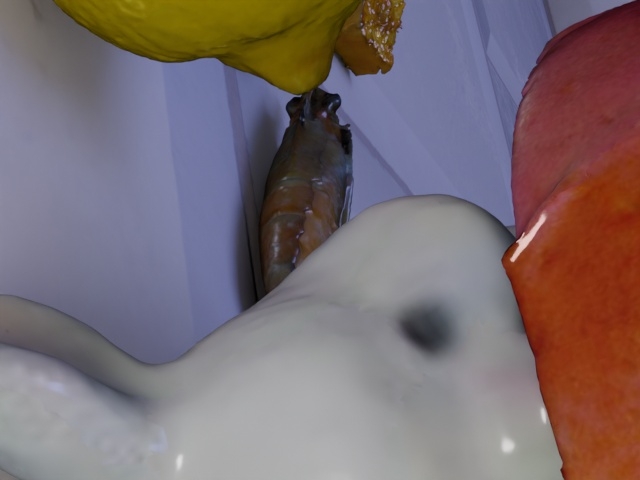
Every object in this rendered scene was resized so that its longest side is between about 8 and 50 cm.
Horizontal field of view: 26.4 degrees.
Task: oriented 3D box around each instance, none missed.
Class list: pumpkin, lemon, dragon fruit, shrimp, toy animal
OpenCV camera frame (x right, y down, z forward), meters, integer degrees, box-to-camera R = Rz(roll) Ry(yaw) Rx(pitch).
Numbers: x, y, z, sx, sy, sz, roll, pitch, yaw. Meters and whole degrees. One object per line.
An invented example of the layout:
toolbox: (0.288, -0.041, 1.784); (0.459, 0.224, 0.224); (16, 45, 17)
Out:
pumpkin: (0.031, -0.185, 1.118); (0.074, 0.054, 0.083); (44, 53, -51)
lemon: (-0.056, -0.176, 0.602); (0.244, 0.187, 0.187); (63, 18, -12)
dragon fruit: (0.195, 0.016, 0.446); (0.290, 0.189, 0.291); (38, 36, -35)
shrimp: (-0.002, 0.000, 0.838); (0.251, 0.052, 0.143); (-80, 159, -43)
toy animal: (0.012, 0.104, 0.524); (0.367, 0.241, 0.196); (7, 58, -57)
